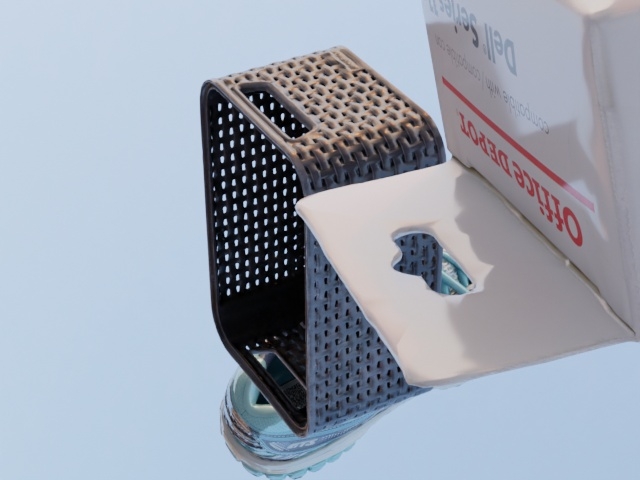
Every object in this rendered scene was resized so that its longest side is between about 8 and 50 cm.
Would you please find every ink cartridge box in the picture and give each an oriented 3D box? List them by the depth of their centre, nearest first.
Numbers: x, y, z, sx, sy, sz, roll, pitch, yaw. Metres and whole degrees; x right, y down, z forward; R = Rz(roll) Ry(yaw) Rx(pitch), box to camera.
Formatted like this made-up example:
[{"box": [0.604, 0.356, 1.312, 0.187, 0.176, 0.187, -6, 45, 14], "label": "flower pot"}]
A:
[{"box": [0.165, -0.078, 0.579, 0.207, 0.353, 0.119, -124, -160, -65], "label": "ink cartridge box"}]

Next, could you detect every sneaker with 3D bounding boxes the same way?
[{"box": [0.057, 0.055, 1.018, 0.283, 0.122, 0.110, -38, -106, -11], "label": "sneaker"}]

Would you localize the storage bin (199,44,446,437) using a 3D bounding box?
[{"box": [0.000, 0.000, 0.833, 0.122, 0.084, 0.180, 46, -36, 46], "label": "storage bin"}]
